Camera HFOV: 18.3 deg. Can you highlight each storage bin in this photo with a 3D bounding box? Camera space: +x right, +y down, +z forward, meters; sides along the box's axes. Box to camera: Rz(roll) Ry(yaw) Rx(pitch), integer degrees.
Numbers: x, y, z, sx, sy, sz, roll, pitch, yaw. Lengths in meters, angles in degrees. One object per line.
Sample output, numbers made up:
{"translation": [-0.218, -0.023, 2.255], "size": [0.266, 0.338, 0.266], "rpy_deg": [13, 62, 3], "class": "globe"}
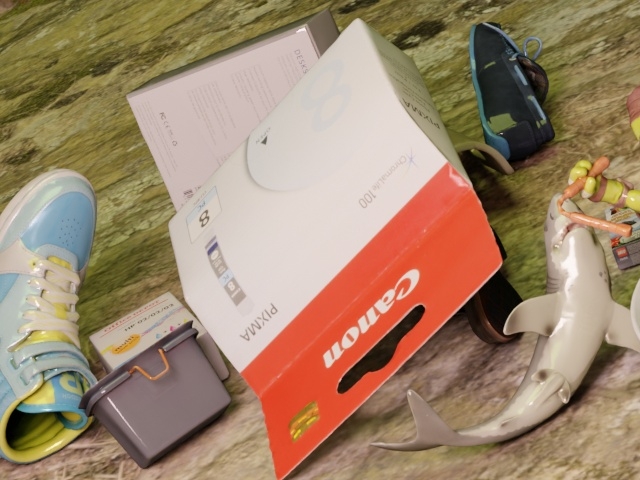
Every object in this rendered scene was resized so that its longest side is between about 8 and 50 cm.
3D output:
{"translation": [-0.155, 0.155, 1.957], "size": [0.135, 0.091, 0.098], "rpy_deg": [-35, -9, -22], "class": "storage bin"}

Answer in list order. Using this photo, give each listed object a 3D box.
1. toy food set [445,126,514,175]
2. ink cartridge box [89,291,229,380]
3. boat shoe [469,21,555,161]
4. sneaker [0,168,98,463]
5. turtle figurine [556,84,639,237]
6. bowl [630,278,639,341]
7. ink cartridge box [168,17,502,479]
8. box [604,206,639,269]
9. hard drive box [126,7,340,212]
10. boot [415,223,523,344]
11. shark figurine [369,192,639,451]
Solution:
{"translation": [0.050, -0.034, 2.213], "size": [0.306, 0.092, 0.220], "rpy_deg": [-25, 12, -4], "class": "toy food set"}
{"translation": [-0.179, 0.117, 2.117], "size": [0.104, 0.061, 0.181], "rpy_deg": [-30, 23, -11], "class": "ink cartridge box"}
{"translation": [0.228, -0.170, 2.322], "size": [0.089, 0.109, 0.258], "rpy_deg": [-13, 41, 7], "class": "boat shoe"}
{"translation": [-0.280, 0.090, 2.090], "size": [0.208, 0.127, 0.319], "rpy_deg": [22, 91, 51], "class": "sneaker"}
{"translation": [0.344, -0.042, 1.812], "size": [0.270, 0.087, 0.217], "rpy_deg": [11, 46, -2], "class": "turtle figurine"}
{"translation": [0.408, 0.068, 1.576], "size": [0.298, 0.134, 0.298], "rpy_deg": [-20, 23, 9], "class": "bowl"}
{"translation": [0.000, 0.000, 1.913], "size": [0.308, 0.091, 0.385], "rpy_deg": [-45, 30, 18], "class": "ink cartridge box"}
{"translation": [0.351, -0.022, 1.954], "size": [0.137, 0.027, 0.094], "rpy_deg": [-19, 23, 13], "class": "box"}
{"translation": [-0.067, -0.126, 2.182], "size": [0.232, 0.181, 0.089], "rpy_deg": [-18, 12, 23], "class": "hard drive box"}
{"translation": [0.135, 0.059, 1.962], "size": [0.106, 0.082, 0.219], "rpy_deg": [-41, 23, 19], "class": "boot"}
{"translation": [0.185, 0.116, 1.775], "size": [0.278, 0.166, 0.116], "rpy_deg": [-51, 5, -15], "class": "shark figurine"}
